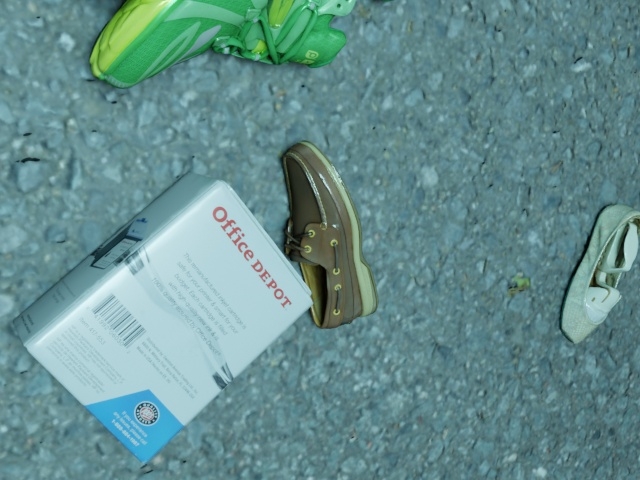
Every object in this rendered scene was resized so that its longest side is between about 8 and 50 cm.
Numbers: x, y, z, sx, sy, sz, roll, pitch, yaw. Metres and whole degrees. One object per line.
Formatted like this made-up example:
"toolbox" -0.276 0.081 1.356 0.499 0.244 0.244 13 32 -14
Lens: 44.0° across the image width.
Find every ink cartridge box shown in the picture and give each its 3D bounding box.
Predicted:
"ink cartridge box" -0.123 0.057 0.642 0.191 0.082 0.139 -43 116 -16

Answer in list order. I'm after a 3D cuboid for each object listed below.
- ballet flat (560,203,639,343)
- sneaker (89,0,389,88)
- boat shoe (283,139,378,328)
"ballet flat" 0.317 0.039 0.888 0.057 0.052 0.168 16 92 -29
"sneaker" -0.039 -0.186 0.625 0.295 0.109 0.123 -31 108 -20
"boat shoe" 0.000 0.000 0.706 0.060 0.064 0.178 -27 113 -23
